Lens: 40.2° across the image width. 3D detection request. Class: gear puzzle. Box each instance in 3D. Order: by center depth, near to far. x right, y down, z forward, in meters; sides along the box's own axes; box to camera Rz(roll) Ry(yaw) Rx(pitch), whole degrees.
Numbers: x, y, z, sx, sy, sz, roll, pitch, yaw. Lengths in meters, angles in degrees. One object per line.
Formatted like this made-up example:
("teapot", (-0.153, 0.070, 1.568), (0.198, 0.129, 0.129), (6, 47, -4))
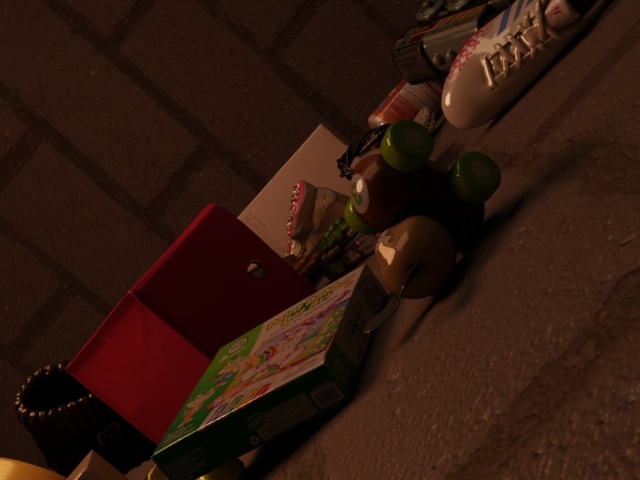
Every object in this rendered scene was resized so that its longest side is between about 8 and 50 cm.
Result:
("gear puzzle", (0.049, -0.047, 1.501), (0.339, 0.044, 0.175), (-48, 6, 9))

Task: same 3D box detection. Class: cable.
("cable", (0.114, -0.176, 1.762), (0.184, 0.047, 0.150), (1, 60, 34))

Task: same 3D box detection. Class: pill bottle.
("pill bottle", (0.220, -0.318, 2.017), (0.216, 0.121, 0.121), (-49, 6, -5))

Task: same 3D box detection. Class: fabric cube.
("fabric cube", (-0.197, 0.147, 1.405), (0.259, 0.254, 0.258), (-43, 7, 39))

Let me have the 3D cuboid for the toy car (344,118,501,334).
("toy car", (0.084, 0.003, 0.901), (0.155, 0.149, 0.188), (119, 175, -55))

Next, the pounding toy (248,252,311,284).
("pounding toy", (-0.121, 0.107, 1.621), (0.206, 0.094, 0.181), (-23, -11, -36))

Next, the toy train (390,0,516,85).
("toy train", (0.303, -0.440, 1.855), (0.334, 0.142, 0.190), (-5, 44, 48))

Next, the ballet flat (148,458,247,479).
("ballet flat", (-0.164, 0.292, 1.074), (0.077, 0.077, 0.231), (-50, 6, -31))

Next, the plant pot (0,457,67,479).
("plant pot", (-0.512, 0.522, 1.446), (0.254, 0.254, 0.239), (-41, 24, 51))

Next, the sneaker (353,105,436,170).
("sneaker", (0.160, -0.201, 1.837), (0.225, 0.093, 0.088), (-49, 6, -13))

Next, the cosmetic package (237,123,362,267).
("cosmetic package", (-0.049, -0.075, 2.065), (0.365, 0.197, 0.155), (-47, 4, -1))

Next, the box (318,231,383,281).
("box", (0.080, -0.012, 1.459), (0.114, 0.036, 0.207), (-53, 7, -34))

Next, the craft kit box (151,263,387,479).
("craft kit box", (-0.052, 0.152, 1.026), (0.250, 0.061, 0.246), (-32, 10, 23))

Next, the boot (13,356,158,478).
("boot", (-0.351, 0.279, 1.540), (0.348, 0.131, 0.260), (-37, -40, -34))

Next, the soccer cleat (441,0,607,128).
("soccer cleat", (0.306, -0.305, 1.301), (0.331, 0.116, 0.143), (-48, 5, 5))

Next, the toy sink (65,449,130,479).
("toy sink", (-0.284, 0.385, 0.991), (0.234, 0.153, 0.131), (-49, 6, -10))

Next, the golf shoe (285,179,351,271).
("golf shoe", (0.000, 0.000, 1.716), (0.306, 0.140, 0.115), (100, 175, -61))
